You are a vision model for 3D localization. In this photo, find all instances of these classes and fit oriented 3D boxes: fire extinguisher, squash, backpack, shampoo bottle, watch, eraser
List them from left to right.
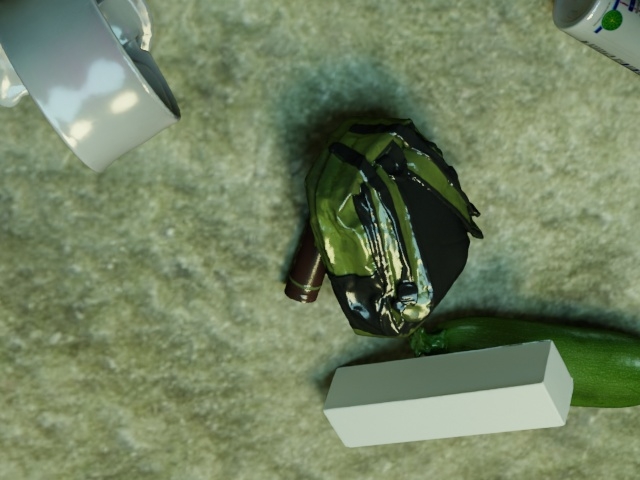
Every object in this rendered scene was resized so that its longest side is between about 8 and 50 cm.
[{"bbox_3d":[-0.268,-0.189,1.612,0.196,0.231,0.244,-32,126,6],"label":"watch"},{"bbox_3d":[0.000,0.000,1.913,0.064,0.043,0.158,-9,127,-48],"label":"fire extinguisher"},{"bbox_3d":[0.081,-0.021,1.837,0.207,0.140,0.253,-53,133,-34],"label":"backpack"},{"bbox_3d":[0.156,0.192,1.964,0.298,0.076,0.078,-10,129,27],"label":"eraser"},{"bbox_3d":[0.299,0.159,2.059,0.395,0.107,0.107,9,116,-21],"label":"squash"},{"bbox_3d":[0.415,-0.226,1.879,0.303,0.092,0.092,24,110,-26],"label":"shampoo bottle"}]
